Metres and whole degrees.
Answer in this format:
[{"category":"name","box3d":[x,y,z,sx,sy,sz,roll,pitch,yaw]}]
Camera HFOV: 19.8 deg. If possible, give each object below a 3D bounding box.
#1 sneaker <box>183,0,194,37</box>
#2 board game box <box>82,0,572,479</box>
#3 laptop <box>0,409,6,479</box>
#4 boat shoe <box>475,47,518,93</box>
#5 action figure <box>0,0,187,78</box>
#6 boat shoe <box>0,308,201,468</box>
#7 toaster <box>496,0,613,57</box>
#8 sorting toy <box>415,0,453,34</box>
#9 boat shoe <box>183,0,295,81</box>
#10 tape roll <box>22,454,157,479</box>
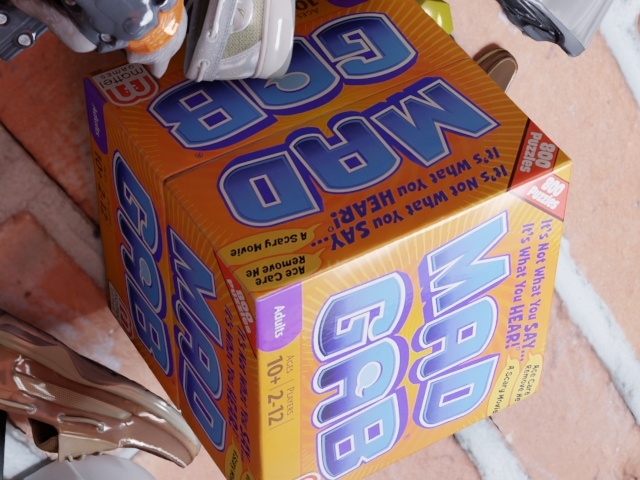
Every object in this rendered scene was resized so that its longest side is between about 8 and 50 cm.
[{"category":"sneaker","box3d":[-0.115,-0.336,1.877,0.153,0.099,0.282,22,97,-45]},{"category":"board game box","box3d":[0.000,0.000,1.912,0.356,0.356,0.356,-23,141,-21]},{"category":"laptop","box3d":[-0.484,0.263,2.016,0.234,0.137,0.264,6,136,-35]},{"category":"boat shoe","box3d":[0.183,-0.148,2.195,0.064,0.060,0.178,35,93,-40]},{"category":"action figure","box3d":[-0.262,-0.233,1.659,0.341,0.178,0.330,-43,134,22]},{"category":"boat shoe","box3d":[-0.276,0.185,2.033,0.324,0.123,0.116,33,81,-30]},{"category":"toaster","box3d":[0.255,-0.327,2.104,0.227,0.129,0.146,36,89,-38]},{"category":"sorting toy","box3d":[0.037,-0.259,2.051,0.307,0.041,0.229,8,110,-36]},{"category":"boat shoe","box3d":[-0.086,-0.310,1.753,0.103,0.118,0.320,-6,109,-17]},{"category":"tape roll","box3d":[-0.279,0.396,2.157,0.286,0.100,0.286,-17,124,-27]}]
